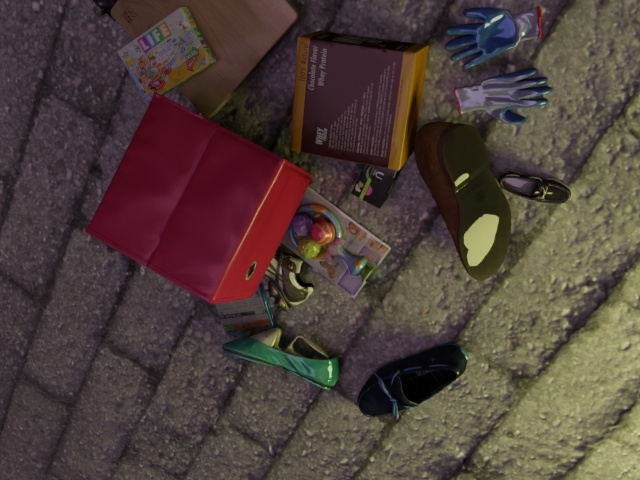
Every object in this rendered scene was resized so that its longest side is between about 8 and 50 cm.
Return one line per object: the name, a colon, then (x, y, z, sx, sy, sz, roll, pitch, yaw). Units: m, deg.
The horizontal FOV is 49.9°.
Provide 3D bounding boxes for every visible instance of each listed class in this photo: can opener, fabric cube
can opener: (-0.433, -0.483, 1.287, 0.186, 0.073, 0.059, 40, 157, 4)
fabric cube: (-0.196, -0.067, 1.205, 0.259, 0.254, 0.258, 28, 93, 10)

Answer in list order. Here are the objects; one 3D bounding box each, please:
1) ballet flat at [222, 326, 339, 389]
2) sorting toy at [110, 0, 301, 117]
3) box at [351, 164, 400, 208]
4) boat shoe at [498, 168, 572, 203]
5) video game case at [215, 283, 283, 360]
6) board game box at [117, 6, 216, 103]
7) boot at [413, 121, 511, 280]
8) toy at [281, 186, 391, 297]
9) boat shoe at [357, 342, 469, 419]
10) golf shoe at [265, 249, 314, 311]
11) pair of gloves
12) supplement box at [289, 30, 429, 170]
ballet flat: (-0.075, 0.228, 1.419, 0.247, 0.083, 0.087, 19, 86, 2)
sorting toy: (-0.192, -0.400, 1.208, 0.257, 0.089, 0.255, 47, 118, -3)
box: (0.103, -0.112, 1.240, 0.062, 0.052, 0.083, 28, 116, 8)
boat shoe: (0.363, -0.088, 1.167, 0.125, 0.038, 0.046, 21, 116, 10)
video game case: (-0.154, 0.176, 1.464, 0.119, 0.015, 0.166, -10, 107, 22)
board game box: (-0.269, -0.321, 1.199, 0.154, 0.026, 0.103, -25, 100, 26)
boot: (0.246, -0.071, 1.197, 0.112, 0.115, 0.305, -31, 118, -17)
toy: (0.000, 0.000, 1.318, 0.237, 0.056, 0.137, 36, 116, 3)
boat shoe: (0.167, 0.279, 1.351, 0.109, 0.089, 0.258, 47, 118, -3)
golf shoe: (-0.086, 0.041, 1.363, 0.093, 0.077, 0.198, -29, 105, 13)
pair of gloves: (0.290, -0.284, 1.125, 0.159, 0.023, 0.198, -6, 108, 21)
supplement box: (0.065, -0.241, 1.159, 0.194, 0.129, 0.191, 12, 114, 14)
